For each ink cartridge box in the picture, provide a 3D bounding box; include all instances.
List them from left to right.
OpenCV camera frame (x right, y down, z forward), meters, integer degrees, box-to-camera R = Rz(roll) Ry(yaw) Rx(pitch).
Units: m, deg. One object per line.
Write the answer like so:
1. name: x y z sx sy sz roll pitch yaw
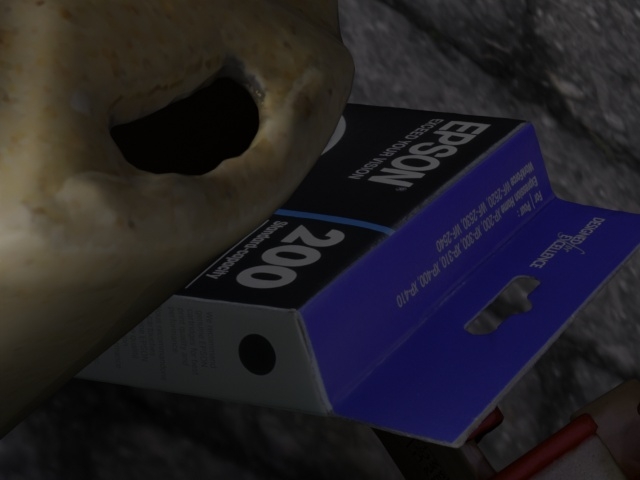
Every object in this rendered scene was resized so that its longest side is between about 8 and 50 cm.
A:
1. ink cartridge box: 0.000 0.000 0.744 0.206 0.208 0.045 -39 131 -54

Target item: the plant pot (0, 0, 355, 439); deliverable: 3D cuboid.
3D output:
1. plant pot: -0.171 -0.039 0.462 0.333 0.305 0.334 27 49 -35

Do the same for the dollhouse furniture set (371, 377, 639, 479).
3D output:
1. dollhouse furniture set: 0.163 0.055 0.827 0.259 0.262 0.135 -29 77 -21
